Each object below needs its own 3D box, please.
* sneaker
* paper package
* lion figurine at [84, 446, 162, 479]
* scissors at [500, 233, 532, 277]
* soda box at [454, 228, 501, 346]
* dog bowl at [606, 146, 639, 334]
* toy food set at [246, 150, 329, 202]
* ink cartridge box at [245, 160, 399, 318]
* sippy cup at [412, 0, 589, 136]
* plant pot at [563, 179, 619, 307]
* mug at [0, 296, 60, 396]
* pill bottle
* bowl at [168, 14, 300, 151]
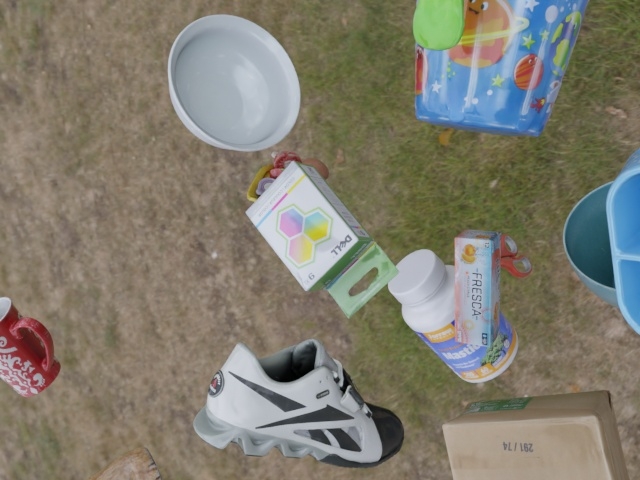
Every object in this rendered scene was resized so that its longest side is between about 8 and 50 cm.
[{"bbox_3d":[0.006,0.212,0.907,0.122,0.330,0.146,28,99,52],"label":"sneaker"},{"bbox_3d":[0.454,0.483,1.386,0.325,0.168,0.309,-14,86,32],"label":"paper package"},{"bbox_3d":[-0.133,0.289,0.327,0.392,0.240,0.142,39,150,52],"label":"lion figurine"},{"bbox_3d":[0.383,0.047,1.457,0.021,0.297,0.109,-36,76,34],"label":"scissors"},{"bbox_3d":[0.255,0.076,1.097,0.063,0.058,0.183,6,108,29],"label":"soda box"},{"bbox_3d":[0.470,0.014,0.901,0.166,0.074,0.297,9,119,51],"label":"dog bowl"},{"bbox_3d":[-0.041,-0.098,1.136,0.128,0.218,0.071,29,128,-10],"label":"toy food set"},{"bbox_3d":[0.000,0.000,0.952,0.109,0.062,0.209,-45,70,20],"label":"ink cartridge box"},{"bbox_3d":[0.218,-0.251,0.855,0.240,0.305,0.224,-150,66,-66],"label":"sippy cup"},{"bbox_3d":[0.667,0.037,1.394,0.290,0.290,0.195,16,153,38],"label":"plant pot"},{"bbox_3d":[-0.562,0.207,1.249,0.150,0.113,0.169,10,137,43],"label":"mug"},{"bbox_3d":[0.257,0.145,1.330,0.152,0.152,0.272,-20,125,43],"label":"pill bottle"},{"bbox_3d":[-0.202,-0.316,1.443,0.134,0.298,0.298,-17,89,56],"label":"bowl"}]
